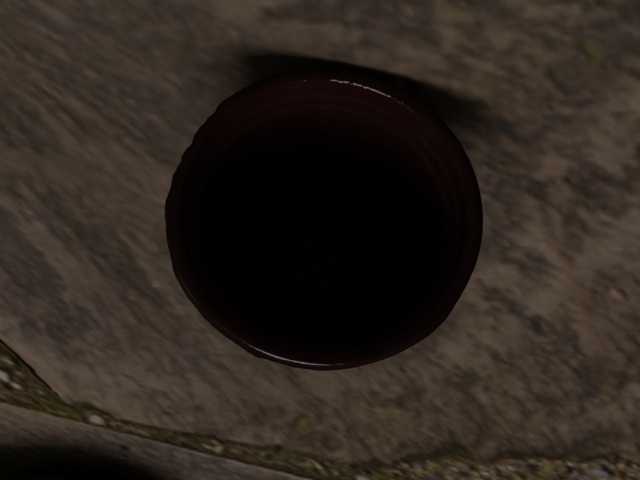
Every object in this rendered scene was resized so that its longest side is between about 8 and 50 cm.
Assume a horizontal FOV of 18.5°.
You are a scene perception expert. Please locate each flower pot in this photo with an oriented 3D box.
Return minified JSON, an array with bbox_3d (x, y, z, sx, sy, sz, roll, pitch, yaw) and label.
[{"bbox_3d":[0.000,0.000,0.727,0.111,0.111,0.089,12,168,0],"label":"flower pot"}]

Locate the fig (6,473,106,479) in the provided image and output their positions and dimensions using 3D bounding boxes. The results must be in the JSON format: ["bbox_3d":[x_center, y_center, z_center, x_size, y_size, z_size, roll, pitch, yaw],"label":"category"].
[{"bbox_3d":[-0.195,0.175,1.146,0.259,0.151,0.151,31,161,26],"label":"fig"}]
